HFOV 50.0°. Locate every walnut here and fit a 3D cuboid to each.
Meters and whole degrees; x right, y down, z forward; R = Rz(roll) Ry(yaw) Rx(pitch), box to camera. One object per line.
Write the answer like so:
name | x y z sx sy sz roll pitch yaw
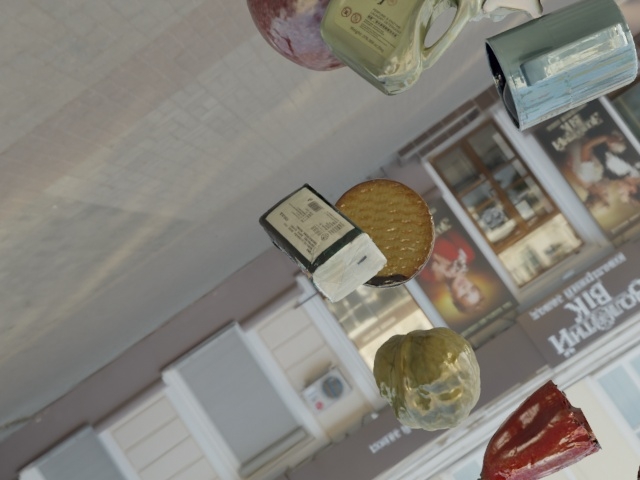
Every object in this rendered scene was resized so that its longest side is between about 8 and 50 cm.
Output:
walnut | 0.297 0.382 1.910 0.253 0.277 0.282 -25 -177 -24

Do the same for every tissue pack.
tissue pack | 0.000 0.001 0.970 0.103 0.090 0.170 -38 -140 -7

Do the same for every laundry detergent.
laundry detergent | 0.130 -0.344 0.972 0.253 0.181 0.091 -49 161 4

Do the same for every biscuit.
biscuit | 0.169 -0.020 1.954 0.318 0.318 0.040 -36 170 14

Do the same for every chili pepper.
chili pepper | 0.397 0.389 1.323 0.252 0.144 0.136 -38 173 18

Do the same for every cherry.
cherry | -0.014 -0.441 1.296 0.230 0.300 0.203 -12 -134 32

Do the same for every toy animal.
toy animal | 0.471 -0.707 1.918 0.249 0.174 0.289 -7 -160 -42

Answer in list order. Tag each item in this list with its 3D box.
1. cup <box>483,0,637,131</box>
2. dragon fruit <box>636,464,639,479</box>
cup | 0.603 -0.471 1.732 0.311 0.257 0.331 -22 157 11
dragon fruit | 0.726 0.458 1.411 0.102 0.096 0.147 -49 158 -50
